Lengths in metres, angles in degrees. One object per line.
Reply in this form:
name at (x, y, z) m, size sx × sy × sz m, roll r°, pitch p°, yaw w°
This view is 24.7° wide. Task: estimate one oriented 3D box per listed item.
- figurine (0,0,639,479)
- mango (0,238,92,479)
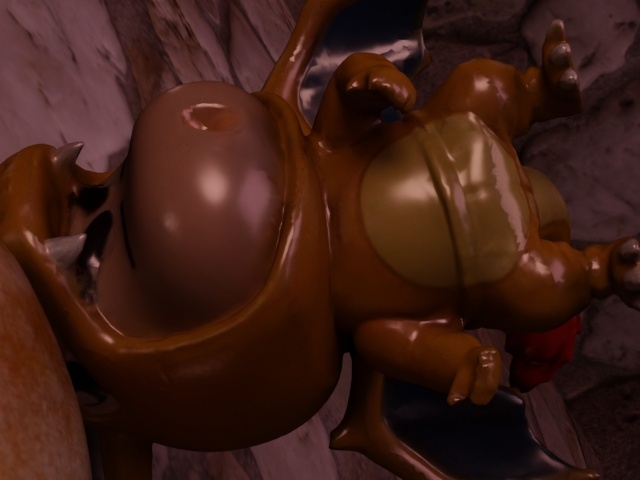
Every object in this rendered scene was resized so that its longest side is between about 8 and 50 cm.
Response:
figurine at (0.010, 0.035, 0.969) m, size 0.268 × 0.387 × 0.400 m, roll -85°, pitch 158°, yaw -81°
mango at (-0.176, 0.154, 0.531) m, size 0.221 × 0.199 × 0.383 m, roll -177°, pitch -100°, yaw -67°
